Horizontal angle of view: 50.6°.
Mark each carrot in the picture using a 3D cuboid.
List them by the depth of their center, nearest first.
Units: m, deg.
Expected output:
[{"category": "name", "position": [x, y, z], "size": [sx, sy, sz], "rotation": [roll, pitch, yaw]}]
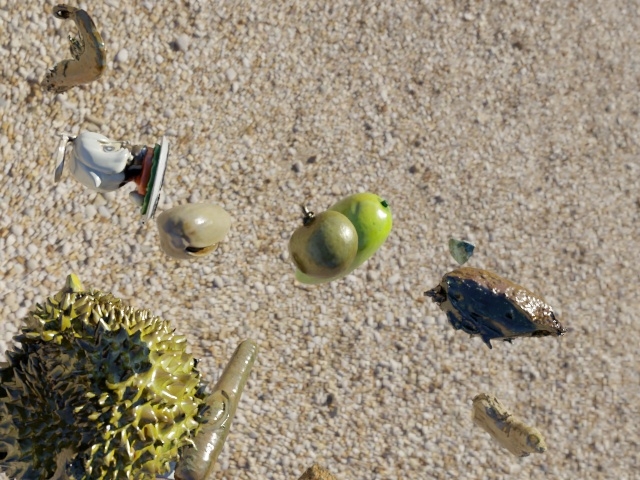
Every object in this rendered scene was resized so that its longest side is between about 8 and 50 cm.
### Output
[{"category": "carrot", "position": [-0.173, 0.284, 1.200], "size": [0.070, 0.070, 0.342], "rotation": [45, 35, -18]}]

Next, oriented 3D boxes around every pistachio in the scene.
[{"category": "pistachio", "position": [-0.284, -0.027, 1.523], "size": [0.131, 0.129, 0.206], "rotation": [51, 25, 6]}]

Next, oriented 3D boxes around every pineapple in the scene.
[{"category": "pineapple", "position": [0.038, 0.697, 1.744], "size": [0.248, 0.128, 0.128], "rotation": [44, 59, 14]}]

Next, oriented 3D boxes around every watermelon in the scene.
[{"category": "watermelon", "position": [0.387, 0.022, 1.805], "size": [0.061, 0.085, 0.085], "rotation": [-25, 96, -42]}]

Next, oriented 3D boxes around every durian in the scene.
[{"category": "durian", "position": [-0.273, 0.182, 0.819], "size": [0.258, 0.293, 0.258], "rotation": [-28, 130, -38]}]

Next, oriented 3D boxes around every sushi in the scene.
[{"category": "sushi", "position": [0.359, 0.156, 1.430], "size": [0.287, 0.149, 0.140], "rotation": [28, 33, 12]}]

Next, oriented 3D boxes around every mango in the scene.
[{"category": "mango", "position": [0.040, 0.011, 1.663], "size": [0.156, 0.343, 0.192], "rotation": [51, 44, 9]}]

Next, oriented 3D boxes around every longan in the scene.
[{"category": "longan", "position": [0.000, 0.000, 0.711], "size": [0.075, 0.075, 0.083], "rotation": [-38, 99, -30]}]

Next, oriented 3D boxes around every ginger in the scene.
[{"category": "ginger", "position": [0.431, 0.435, 1.552], "size": [0.074, 0.213, 0.137], "rotation": [-44, 136, -19]}]

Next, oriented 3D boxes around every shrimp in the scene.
[{"category": "shrimp", "position": [-0.393, -0.291, 1.032], "size": [0.034, 0.178, 0.124], "rotation": [-32, 111, -47]}]

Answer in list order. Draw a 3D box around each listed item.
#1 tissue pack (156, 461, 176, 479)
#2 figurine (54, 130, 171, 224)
[{"category": "tissue pack", "position": [-0.301, 0.344, 1.197], "size": [0.106, 0.099, 0.148], "rotation": [16, 63, -22]}, {"category": "figurine", "position": [-0.300, -0.099, 0.952], "size": [0.154, 0.132, 0.132], "rotation": [12, 76, -17]}]
